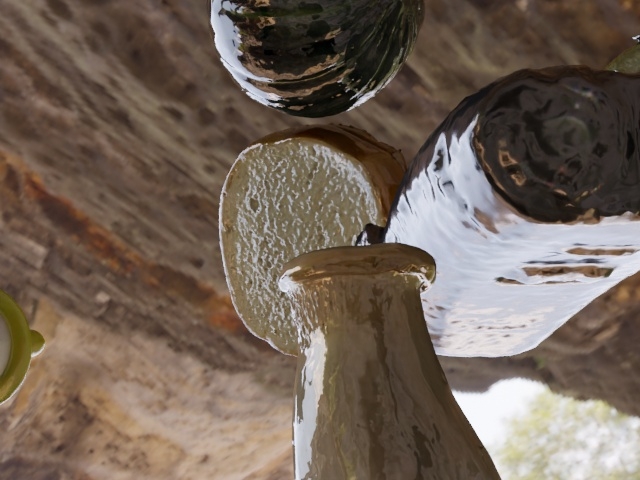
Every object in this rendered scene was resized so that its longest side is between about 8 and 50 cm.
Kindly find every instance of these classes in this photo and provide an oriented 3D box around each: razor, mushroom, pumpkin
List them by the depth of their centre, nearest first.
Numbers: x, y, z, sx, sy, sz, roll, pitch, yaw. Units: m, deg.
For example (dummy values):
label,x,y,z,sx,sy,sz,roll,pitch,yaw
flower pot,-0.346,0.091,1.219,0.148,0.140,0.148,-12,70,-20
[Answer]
label,x,y,z,sx,sy,sz,roll,pitch,yaw
mushroom,0.040,0.117,0.593,0.108,0.096,0.246,-17,-105,-9
razor,0.135,-0.011,0.803,0.189,0.327,0.107,2,-110,-12
pumpkin,-0.016,-0.231,1.101,0.216,0.250,0.249,1,-122,10

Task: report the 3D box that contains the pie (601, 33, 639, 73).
label,x,y,z,sx,sy,sz,roll,pitch,yaw
pie,0.251,-0.081,1.169,0.105,0.274,0.257,39,-128,-1

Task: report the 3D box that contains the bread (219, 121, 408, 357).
label,x,y,z,sx,sy,sz,roll,pitch,yaw
bread,0.000,0.000,1.169,0.070,0.236,0.236,-19,-106,-49

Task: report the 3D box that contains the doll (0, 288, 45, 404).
label,x,y,z,sx,sy,sz,roll,pitch,yaw
doll,-0.269,0.061,0.816,0.098,0.135,0.241,54,-172,20
